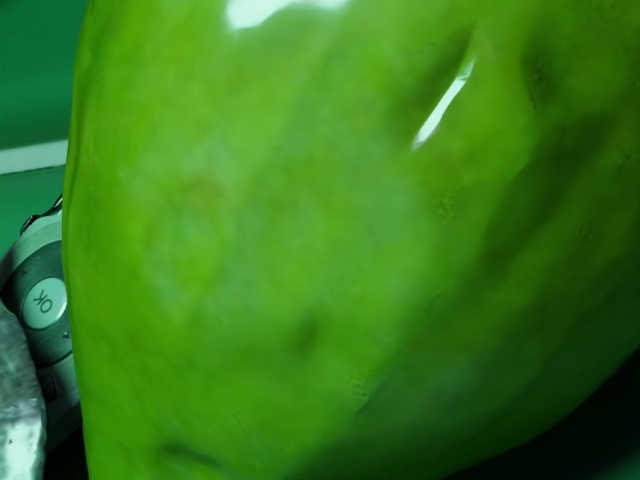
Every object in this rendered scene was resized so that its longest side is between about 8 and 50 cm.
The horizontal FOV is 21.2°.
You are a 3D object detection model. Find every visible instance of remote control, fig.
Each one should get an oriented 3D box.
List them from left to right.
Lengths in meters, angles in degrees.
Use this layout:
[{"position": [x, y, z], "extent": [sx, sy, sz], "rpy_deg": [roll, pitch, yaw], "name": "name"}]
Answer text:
[{"position": [-0.093, 0.023, 0.707], "extent": [0.256, 0.045, 0.097], "rpy_deg": [-42, 50, 3], "name": "remote control"}, {"position": [0.027, -0.009, 0.575], "extent": [0.233, 0.233, 0.314], "rpy_deg": [15, 110, 42], "name": "fig"}]

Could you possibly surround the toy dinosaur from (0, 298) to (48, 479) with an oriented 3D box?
[{"position": [-0.161, 0.117, 0.639], "extent": [0.162, 0.077, 0.294], "rpy_deg": [-22, 70, 17], "name": "toy dinosaur"}]
